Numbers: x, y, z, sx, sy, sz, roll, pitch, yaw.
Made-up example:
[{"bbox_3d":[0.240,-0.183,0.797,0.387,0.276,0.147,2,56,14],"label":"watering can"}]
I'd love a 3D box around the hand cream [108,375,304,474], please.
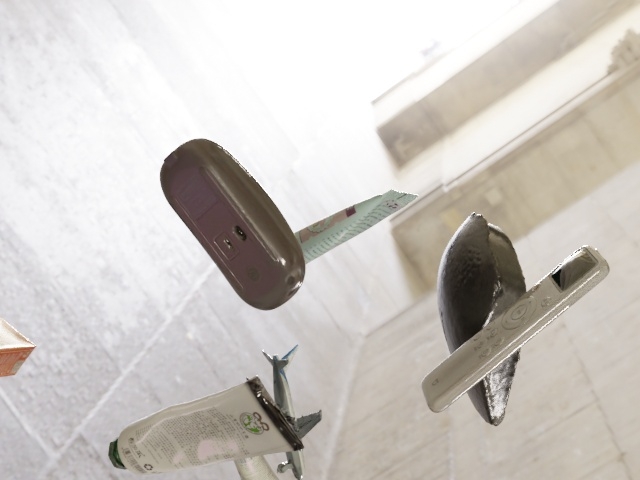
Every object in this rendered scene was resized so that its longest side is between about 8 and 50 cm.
[{"bbox_3d":[-0.179,0.278,1.399,0.121,0.336,0.076,57,38,-17],"label":"hand cream"}]

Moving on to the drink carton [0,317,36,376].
[{"bbox_3d":[-0.590,0.186,1.679,0.096,0.071,0.223,36,3,11],"label":"drink carton"}]

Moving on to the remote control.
[{"bbox_3d":[0.217,0.099,1.120,0.029,0.261,0.067,45,12,-19],"label":"remote control"}]

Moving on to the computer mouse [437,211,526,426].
[{"bbox_3d":[0.198,0.107,1.288,0.168,0.087,0.295,-110,-163,-54],"label":"computer mouse"}]

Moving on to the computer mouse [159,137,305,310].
[{"bbox_3d":[-0.107,-0.020,1.211,0.232,0.120,0.057,52,35,2],"label":"computer mouse"}]

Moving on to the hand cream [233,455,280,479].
[{"bbox_3d":[-0.147,0.502,2.154,0.059,0.095,0.276,51,-15,42],"label":"hand cream"}]

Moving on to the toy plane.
[{"bbox_3d":[-0.054,0.278,1.544,0.226,0.058,0.226,10,-75,56],"label":"toy plane"}]

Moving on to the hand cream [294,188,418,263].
[{"bbox_3d":[0.000,0.000,1.536,0.085,0.331,0.058,13,58,-55],"label":"hand cream"}]
